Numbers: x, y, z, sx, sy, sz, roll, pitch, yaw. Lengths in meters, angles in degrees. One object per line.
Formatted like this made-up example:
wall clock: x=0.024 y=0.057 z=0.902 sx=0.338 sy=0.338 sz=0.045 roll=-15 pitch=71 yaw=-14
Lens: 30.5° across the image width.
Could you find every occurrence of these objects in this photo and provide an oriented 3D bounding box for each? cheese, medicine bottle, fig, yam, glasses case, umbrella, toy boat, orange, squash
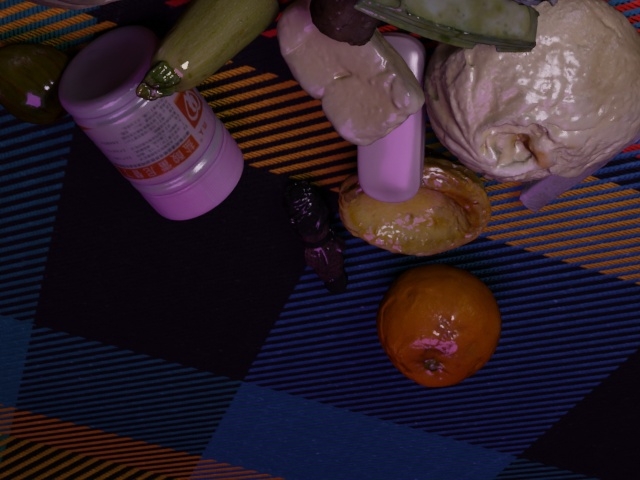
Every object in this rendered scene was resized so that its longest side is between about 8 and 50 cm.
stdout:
cheese: x=0.044 y=-0.285 z=1.887 sx=0.159 sy=0.093 sz=0.263 roll=-36 pitch=93 yaw=31
medicine bottle: x=-0.292 y=-0.202 z=2.067 sx=0.202 sy=0.202 sz=0.316 roll=-11 pitch=139 yaw=26
fig: x=-0.543 y=-0.316 z=2.065 sx=0.259 sy=0.151 sz=0.151 roll=41 pitch=139 yaw=-3
yam: x=0.075 y=-0.405 z=1.687 sx=0.131 sy=0.131 sz=0.280 roll=19 pitch=141 yaw=-12
glasses case: x=0.121 y=-0.205 z=1.987 sx=0.113 sy=0.075 sz=0.297 roll=7 pitch=117 yaw=15
umbrella: x=0.000 y=0.000 z=2.371 sx=0.094 sy=0.090 sz=0.326 roll=-7 pitch=142 yaw=16
toy boat: x=0.190 y=-0.322 z=1.653 sx=0.292 sy=0.093 sz=0.055 roll=8 pitch=-179 yaw=-22
orange: x=0.245 y=0.170 z=2.426 sx=0.261 sy=0.261 sz=0.261 roll=6 pitch=144 yaw=5
squash: x=-0.205 y=-0.312 z=1.881 sx=0.137 sy=0.287 sz=0.137 roll=35 pitch=158 yaw=17

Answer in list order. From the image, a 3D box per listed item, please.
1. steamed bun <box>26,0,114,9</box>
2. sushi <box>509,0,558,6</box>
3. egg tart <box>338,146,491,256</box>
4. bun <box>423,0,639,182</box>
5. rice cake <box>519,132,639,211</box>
steamed bun: x=-0.367 y=-0.470 z=1.679 sx=0.352 sy=0.247 sz=0.339 roll=-3 pitch=141 yaw=24
sushi: x=0.281 y=-0.444 z=1.601 sx=0.139 sy=0.274 sz=0.184 roll=-16 pitch=142 yaw=-7
egg tart: x=0.176 y=-0.085 z=2.188 sx=0.293 sy=0.123 sz=0.294 roll=7 pitch=147 yaw=5
bun: x=0.345 y=-0.223 z=1.866 sx=0.352 sy=0.227 sz=0.349 roll=13 pitch=142 yaw=-8
rice cake: x=0.476 y=-0.161 z=2.063 sx=0.072 sy=0.056 sz=0.365 roll=20 pitch=143 yaw=-23
